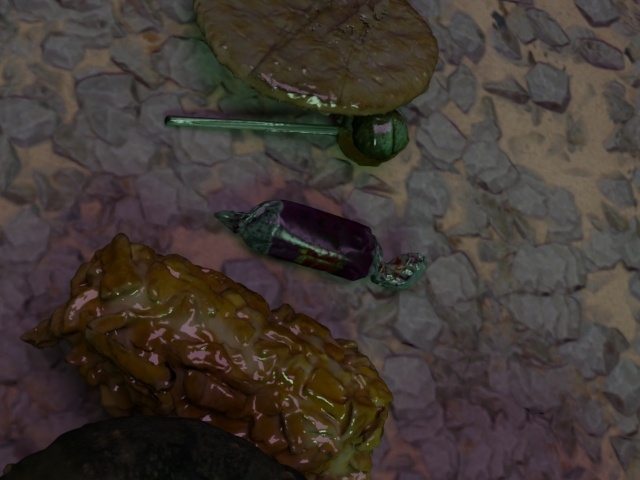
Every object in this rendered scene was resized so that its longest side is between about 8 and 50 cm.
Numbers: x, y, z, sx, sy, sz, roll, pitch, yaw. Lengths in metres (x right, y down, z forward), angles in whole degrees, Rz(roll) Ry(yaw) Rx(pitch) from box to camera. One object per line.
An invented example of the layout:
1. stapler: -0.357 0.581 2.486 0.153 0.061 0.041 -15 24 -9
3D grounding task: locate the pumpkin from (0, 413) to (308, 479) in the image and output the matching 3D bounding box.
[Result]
1. pumpkin: -0.118 0.259 0.513 0.327 0.257 0.291 -32 70 -29

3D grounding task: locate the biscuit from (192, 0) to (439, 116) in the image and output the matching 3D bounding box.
1. biscuit: -0.002 -0.182 0.846 0.220 0.033 0.220 11 47 -12

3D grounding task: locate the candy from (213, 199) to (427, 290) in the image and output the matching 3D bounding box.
1. candy: 0.000 0.000 0.794 0.175 0.045 0.043 18 48 -16

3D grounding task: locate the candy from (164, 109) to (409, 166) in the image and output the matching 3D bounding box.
1. candy: -0.026 -0.092 0.822 0.202 0.061 0.061 3 68 -13

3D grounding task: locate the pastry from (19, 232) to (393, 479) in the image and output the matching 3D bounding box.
1. pastry: -0.070 0.090 0.674 0.250 0.102 0.154 26 32 -18
